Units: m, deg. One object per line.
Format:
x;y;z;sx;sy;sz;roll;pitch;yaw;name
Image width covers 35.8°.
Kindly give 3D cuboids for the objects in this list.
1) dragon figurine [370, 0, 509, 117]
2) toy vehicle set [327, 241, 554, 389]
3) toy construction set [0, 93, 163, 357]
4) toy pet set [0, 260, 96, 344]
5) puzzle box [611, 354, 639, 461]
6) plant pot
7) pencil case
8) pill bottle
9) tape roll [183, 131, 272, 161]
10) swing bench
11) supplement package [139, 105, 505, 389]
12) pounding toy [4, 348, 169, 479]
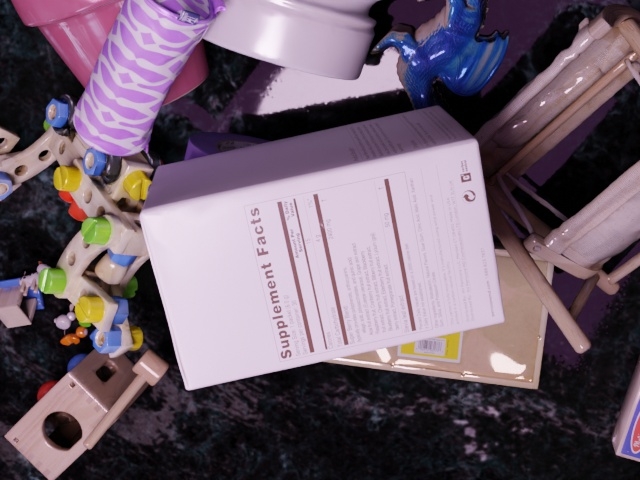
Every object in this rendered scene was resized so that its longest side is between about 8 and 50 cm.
0.155;-0.212;1.077;0.144;0.085;0.289;41;111;-4;dragon figurine
0.135;0.078;1.179;0.267;0.035;0.166;7;105;8;toy vehicle set
-0.286;-0.041;1.146;0.327;0.151;0.215;40;115;23;toy construction set
-0.346;0.073;1.251;0.114;0.065;0.122;-9;136;13;toy pet set
0.521;0.092;1.112;0.272;0.052;0.409;15;106;6;puzzle box
-0.215;-0.242;1.088;0.201;0.201;0.180;-16;115;13;plant pot
-0.174;-0.174;0.981;0.206;0.088;0.086;-50;49;38;pencil case
0.007;-0.376;0.992;0.224;0.224;0.392;18;106;5;pill bottle
-0.062;-0.055;1.100;0.189;0.189;0.080;18;105;5;tape roll
0.291;-0.072;1.019;0.255;0.165;0.253;48;125;2;swing bench
0.000;0.000;0.928;0.293;0.177;0.175;-12;108;0;supplement package
-0.280;0.185;1.198;0.094;0.181;0.206;46;106;-3;pounding toy
